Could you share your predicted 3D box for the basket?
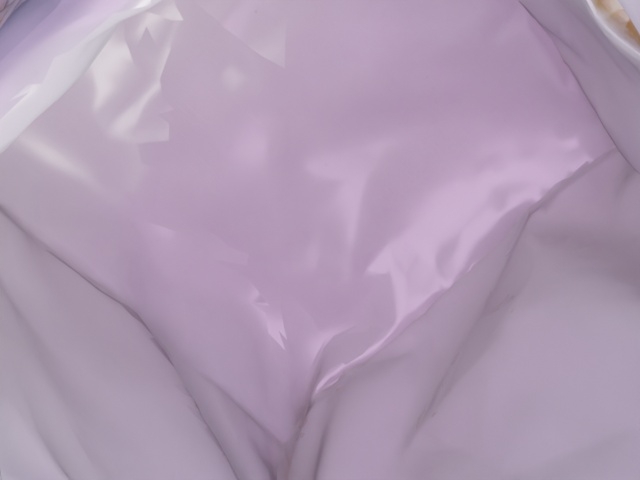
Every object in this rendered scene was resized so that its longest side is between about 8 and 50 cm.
[{"bbox_3d":[0.000,0.000,0.556,0.331,0.266,0.328,-43,115,13],"label":"basket"}]
